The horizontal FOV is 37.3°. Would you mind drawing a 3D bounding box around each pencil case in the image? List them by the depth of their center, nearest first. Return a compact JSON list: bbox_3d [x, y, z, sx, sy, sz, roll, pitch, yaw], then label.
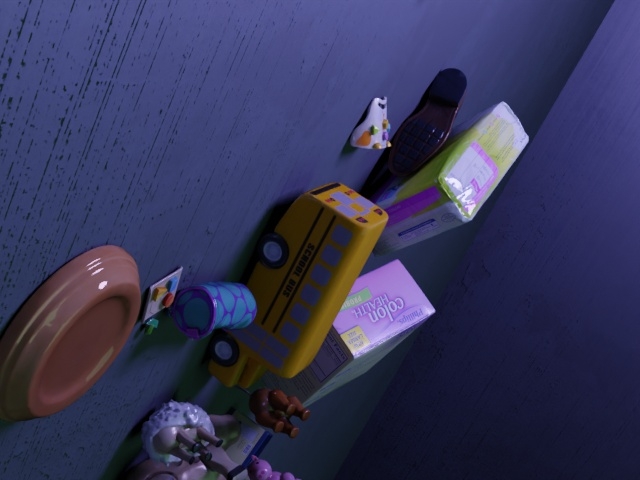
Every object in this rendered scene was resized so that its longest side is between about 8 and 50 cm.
[{"bbox_3d":[-0.134,0.088,1.204,0.152,0.064,0.070,4,103,-73],"label":"pencil case"}]

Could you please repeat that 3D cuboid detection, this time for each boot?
[{"bbox_3d":[0.193,-0.187,1.664,0.219,0.082,0.106,-56,163,-11],"label":"boot"}]

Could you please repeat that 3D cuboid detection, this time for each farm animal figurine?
[{"bbox_3d":[-0.174,0.359,1.459,0.327,0.172,0.330,-8,119,-48],"label":"farm animal figurine"}]

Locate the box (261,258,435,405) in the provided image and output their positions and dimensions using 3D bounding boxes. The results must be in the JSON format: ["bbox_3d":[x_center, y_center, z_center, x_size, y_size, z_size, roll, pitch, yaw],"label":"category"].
[{"bbox_3d":[0.037,0.169,1.636,0.213,0.117,0.243,-23,163,-41],"label":"box"}]

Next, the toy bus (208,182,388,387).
[{"bbox_3d":[-0.039,0.077,1.361,0.332,0.130,0.108,-63,165,23],"label":"toy bus"}]

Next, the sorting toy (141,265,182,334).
[{"bbox_3d":[-0.185,0.074,1.105,0.062,0.012,0.083,-41,158,-49],"label":"sorting toy"}]

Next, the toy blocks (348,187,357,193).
[{"bbox_3d":[0.000,0.000,1.481,0.123,0.054,0.148,-39,158,-49],"label":"toy blocks"}]

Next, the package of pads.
[{"bbox_3d":[0.218,-0.112,1.672,0.229,0.101,0.296,-26,-163,45],"label":"package of pads"}]

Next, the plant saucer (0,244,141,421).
[{"bbox_3d":[-0.240,0.097,0.924,0.200,0.037,0.200,-52,166,-20],"label":"plant saucer"}]

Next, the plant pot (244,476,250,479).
[{"bbox_3d":[-0.203,0.650,1.800,0.280,0.323,0.323,-46,173,29],"label":"plant pot"}]

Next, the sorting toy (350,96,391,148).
[{"bbox_3d":[0.084,-0.178,1.424,0.083,0.045,0.075,-26,127,-64],"label":"sorting toy"}]

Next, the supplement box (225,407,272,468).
[{"bbox_3d":[-0.146,0.362,1.718,0.083,0.083,0.056,-54,166,-11],"label":"supplement box"}]
